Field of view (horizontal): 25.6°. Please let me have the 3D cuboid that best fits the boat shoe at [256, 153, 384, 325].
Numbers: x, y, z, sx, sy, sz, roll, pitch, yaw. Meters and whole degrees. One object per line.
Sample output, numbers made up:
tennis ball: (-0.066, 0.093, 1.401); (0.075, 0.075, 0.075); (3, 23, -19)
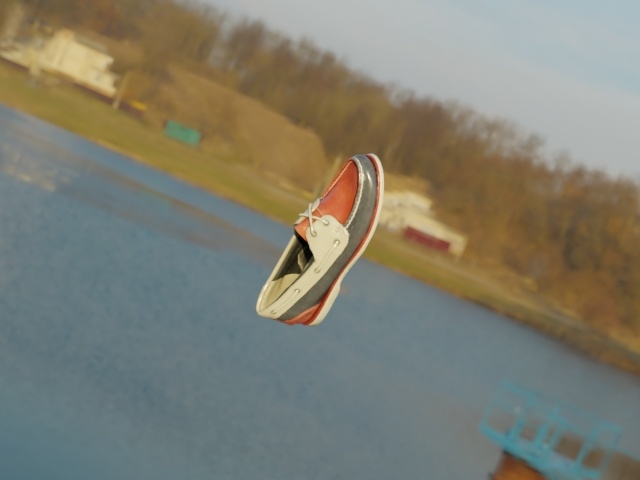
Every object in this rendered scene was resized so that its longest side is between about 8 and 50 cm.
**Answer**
boat shoe: (0.000, 0.000, 0.944); (0.043, 0.137, 0.049); (11, 30, -28)
